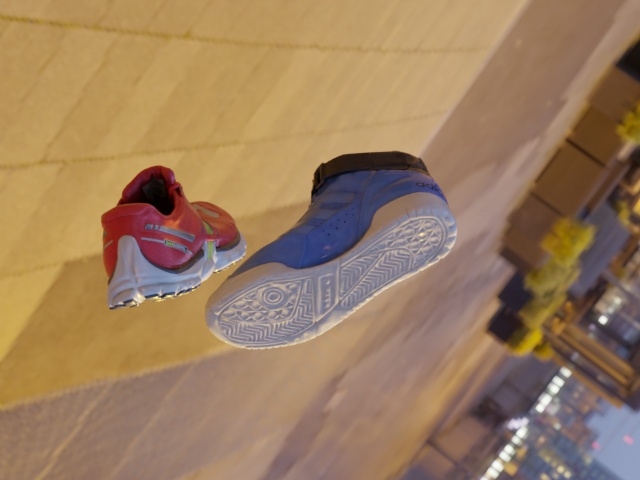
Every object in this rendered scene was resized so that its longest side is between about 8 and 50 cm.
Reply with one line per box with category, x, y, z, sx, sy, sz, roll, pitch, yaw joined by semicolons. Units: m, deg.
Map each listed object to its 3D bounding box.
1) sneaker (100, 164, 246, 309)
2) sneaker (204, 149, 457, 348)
sneaker;-0.145;-0.018;1.257;0.107;0.118;0.279;-10;-171;8
sneaker;0.001;0.001;0.735;0.152;0.058;0.084;-29;-145;11
